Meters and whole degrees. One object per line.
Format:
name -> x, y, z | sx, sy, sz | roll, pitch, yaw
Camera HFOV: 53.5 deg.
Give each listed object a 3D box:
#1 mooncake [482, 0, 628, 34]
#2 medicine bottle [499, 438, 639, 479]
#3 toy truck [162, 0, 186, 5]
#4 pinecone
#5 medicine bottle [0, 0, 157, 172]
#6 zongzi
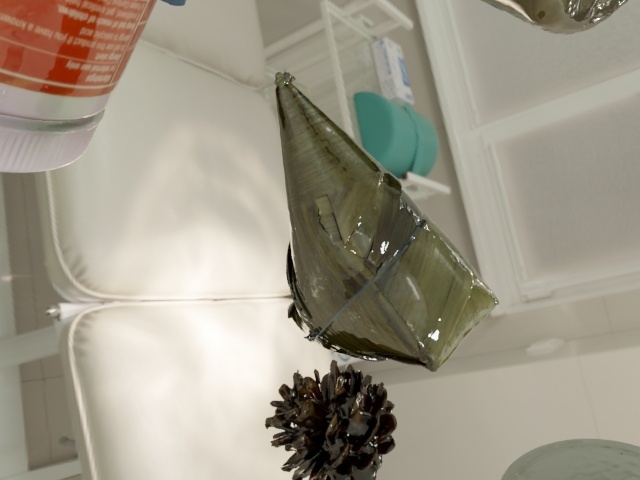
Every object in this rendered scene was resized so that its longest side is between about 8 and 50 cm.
mooncake -> 0.267, -0.361, 0.648 | 0.155, 0.285, 0.284 | 41, 15, 32
medicine bottle -> 0.328, 0.391, 0.732 | 0.238, 0.237, 0.232 | -39, 123, -57
toy truck -> -0.290, -0.382, 0.650 | 0.367, 0.175, 0.146 | 18, 76, -27
pinecone -> 0.007, 0.189, 0.644 | 0.120, 0.140, 0.140 | 32, 43, -10
medicine bottle -> -0.247, -0.215, 0.458 | 0.252, 0.241, 0.252 | 29, 20, -12
zongzi -> 0.000, 0.000, 0.537 | 0.242, 0.221, 0.112 | 50, 64, -9
